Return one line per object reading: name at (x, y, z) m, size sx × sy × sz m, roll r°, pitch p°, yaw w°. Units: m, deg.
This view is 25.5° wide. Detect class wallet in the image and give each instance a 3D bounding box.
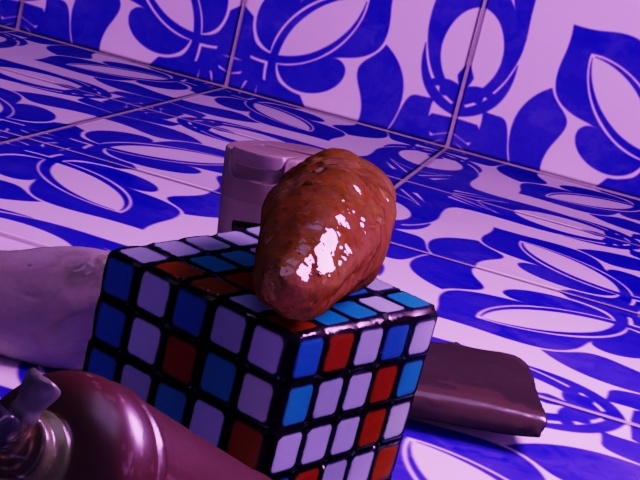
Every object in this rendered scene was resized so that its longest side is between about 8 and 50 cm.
wallet at (0.056, 0.128, 1.365) m, size 0.310 × 0.042 × 0.165 m, roll 9°, pitch 13°, yaw -3°

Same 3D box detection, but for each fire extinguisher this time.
fire extinguisher at (-0.115, 0.149, 0.737) m, size 0.102 × 0.138 × 0.344 m, roll 35°, pitch -6°, yaw 32°

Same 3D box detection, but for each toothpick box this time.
toothpick box at (-0.046, -0.001, 1.363) m, size 0.111 × 0.180 × 0.111 m, roll 7°, pitch 13°, yaw -1°

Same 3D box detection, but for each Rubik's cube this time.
Rubik's cube at (-0.052, 0.108, 1.044) m, size 0.182 × 0.184 × 0.187 m, roll 25°, pitch 20°, yaw 33°

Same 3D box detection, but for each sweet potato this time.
sweet potato at (0.000, 0.000, 0.980) m, size 0.097 × 0.097 × 0.251 m, roll 15°, pitch 21°, yaw 5°

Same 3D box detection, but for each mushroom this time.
mushroom at (-0.282, 0.046, 1.247) m, size 0.351 × 0.097 × 0.109 m, roll 10°, pitch 54°, yaw 3°
